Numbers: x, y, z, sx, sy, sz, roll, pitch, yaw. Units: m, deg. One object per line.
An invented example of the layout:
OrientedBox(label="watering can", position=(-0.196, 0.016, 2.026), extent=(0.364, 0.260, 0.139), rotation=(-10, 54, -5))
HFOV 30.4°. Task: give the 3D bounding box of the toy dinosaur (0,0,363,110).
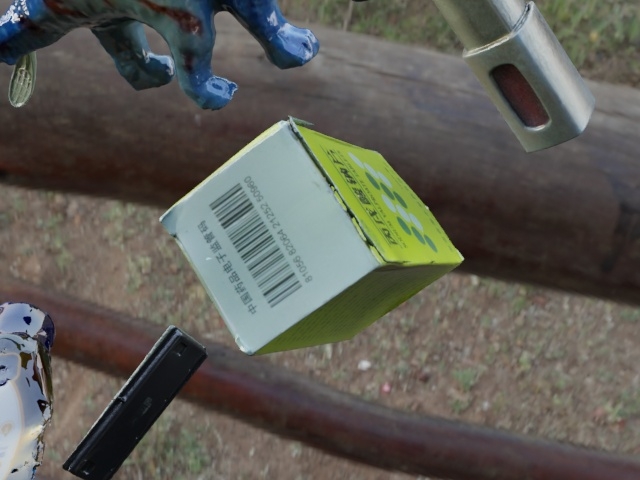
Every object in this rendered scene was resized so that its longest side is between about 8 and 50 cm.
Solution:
OrientedBox(label="toy dinosaur", position=(-0.057, -0.124, 0.541), extent=(0.329, 0.144, 0.076), rotation=(-30, 32, 20))

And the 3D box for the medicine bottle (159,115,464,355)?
OrientedBox(label="medicine bottle", position=(0.000, 0.000, 0.976), extent=(0.141, 0.250, 0.137), rotation=(-35, 78, 17))

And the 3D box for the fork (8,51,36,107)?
OrientedBox(label="fork", position=(-0.207, -0.164, 0.802), extent=(0.034, 0.219, 0.028), rotation=(30, 53, 4))

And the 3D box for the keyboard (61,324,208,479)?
OrientedBox(label="keyboard", position=(-0.239, 0.215, 1.524), extent=(0.025, 0.094, 0.230), rotation=(33, 81, 37))

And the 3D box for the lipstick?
OrientedBox(label="lipstick", position=(0.182, -0.210, 1.188), extent=(0.253, 0.079, 0.077), rotation=(52, 44, -23))

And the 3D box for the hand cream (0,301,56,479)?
OrientedBox(label="hand cream", position=(-0.149, 0.095, 0.535), extent=(0.062, 0.039, 0.163), rotation=(-13, 41, 8))
